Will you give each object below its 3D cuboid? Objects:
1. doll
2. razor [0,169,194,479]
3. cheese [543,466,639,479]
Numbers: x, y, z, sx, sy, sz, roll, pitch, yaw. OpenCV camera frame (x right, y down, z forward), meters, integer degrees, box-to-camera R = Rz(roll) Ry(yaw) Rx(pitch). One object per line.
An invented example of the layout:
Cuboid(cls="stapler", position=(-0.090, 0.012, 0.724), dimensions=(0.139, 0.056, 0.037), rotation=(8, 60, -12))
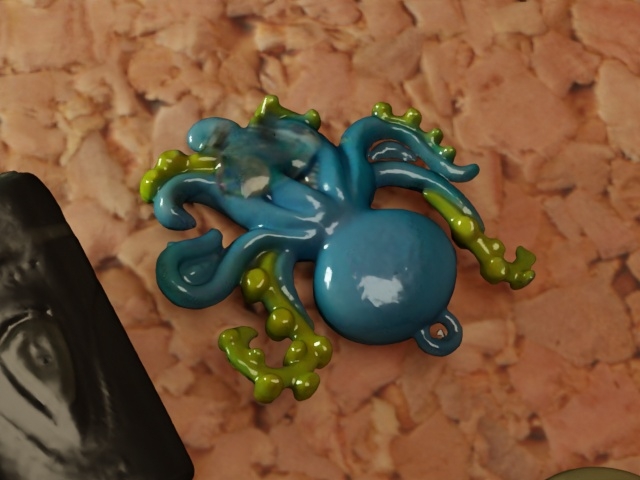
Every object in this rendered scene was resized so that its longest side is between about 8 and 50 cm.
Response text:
Cuboid(cls="doll", position=(0.000, 0.000, 1.797), dimensions=(0.341, 0.099, 0.346), rotation=(42, 60, 16))
Cuboid(cls="razor", position=(-0.263, 0.113, 1.651), dimensions=(0.204, 0.113, 0.349), rotation=(-25, 82, -30))
Cuboid(cls="cheese", position=(0.277, 0.301, 1.755), dimensions=(0.202, 0.091, 0.175), rotation=(7, 70, -13))
